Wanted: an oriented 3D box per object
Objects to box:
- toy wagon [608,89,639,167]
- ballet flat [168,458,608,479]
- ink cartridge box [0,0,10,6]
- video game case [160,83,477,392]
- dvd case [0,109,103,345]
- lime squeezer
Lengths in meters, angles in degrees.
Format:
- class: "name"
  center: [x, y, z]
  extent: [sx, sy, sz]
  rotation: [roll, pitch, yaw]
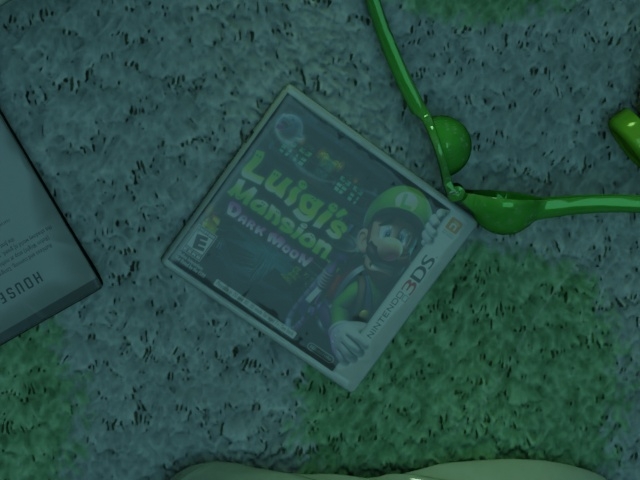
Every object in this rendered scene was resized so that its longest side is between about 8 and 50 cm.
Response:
- class: "toy wagon"
  center: [0.358, -0.139, 1.483]
  extent: [0.267, 0.068, 0.344]
  rotation: [-39, 104, 0]
- class: "ballet flat"
  center: [0.066, 0.246, 1.485]
  extent: [0.400, 0.139, 0.139]
  rotation: [4, 100, -9]
- class: "ink cartridge box"
  center: [-0.301, -0.194, 1.308]
  extent: [0.278, 0.201, 0.117]
  rotation: [-30, 107, -1]
- class: "video game case"
  center: [0.000, 0.000, 1.482]
  extent: [0.190, 0.022, 0.173]
  rotation: [35, 94, -13]
- class: "dvd case"
  center: [-0.302, -0.023, 1.431]
  extent: [0.179, 0.029, 0.238]
  rotation: [-29, 104, -2]
- class: "lime squeezer"
  center: [0.129, -0.074, 1.455]
  extent: [0.310, 0.059, 0.110]
  rotation: [36, 114, -1]
